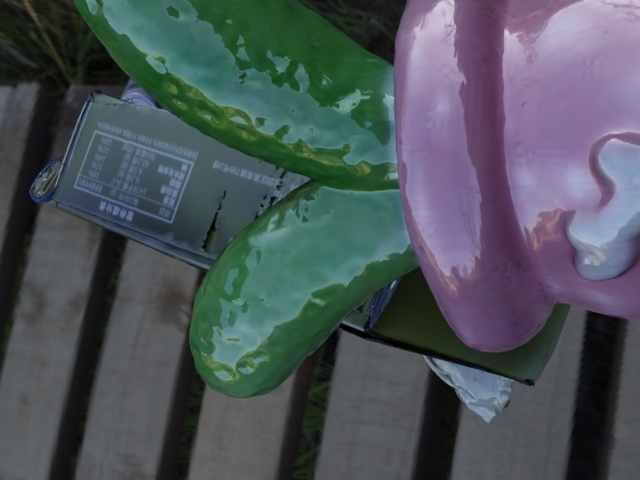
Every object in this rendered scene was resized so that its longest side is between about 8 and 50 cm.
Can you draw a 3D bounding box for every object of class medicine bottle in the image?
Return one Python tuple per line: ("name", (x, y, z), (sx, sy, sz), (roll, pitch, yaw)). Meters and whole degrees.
("medicine bottle", (-0.231, -0.224, 1.615), (0.057, 0.058, 0.199), (-20, 31, 18))

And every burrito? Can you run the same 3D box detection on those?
("burrito", (0.143, 0.082, 1.670), (0.117, 0.076, 0.392), (-43, 82, 17))

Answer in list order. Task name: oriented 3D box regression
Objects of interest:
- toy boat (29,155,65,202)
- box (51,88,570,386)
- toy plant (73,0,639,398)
("toy boat", (-0.370, -0.082, 1.674), (0.080, 0.046, 0.229), (-58, 22, -12))
("box", (0.000, 0.000, 1.203), (0.420, 0.373, 0.138), (21, 88, 34))
("toy plant", (0.062, -0.067, 0.642), (0.356, 0.210, 0.317), (-2, 119, 24))
